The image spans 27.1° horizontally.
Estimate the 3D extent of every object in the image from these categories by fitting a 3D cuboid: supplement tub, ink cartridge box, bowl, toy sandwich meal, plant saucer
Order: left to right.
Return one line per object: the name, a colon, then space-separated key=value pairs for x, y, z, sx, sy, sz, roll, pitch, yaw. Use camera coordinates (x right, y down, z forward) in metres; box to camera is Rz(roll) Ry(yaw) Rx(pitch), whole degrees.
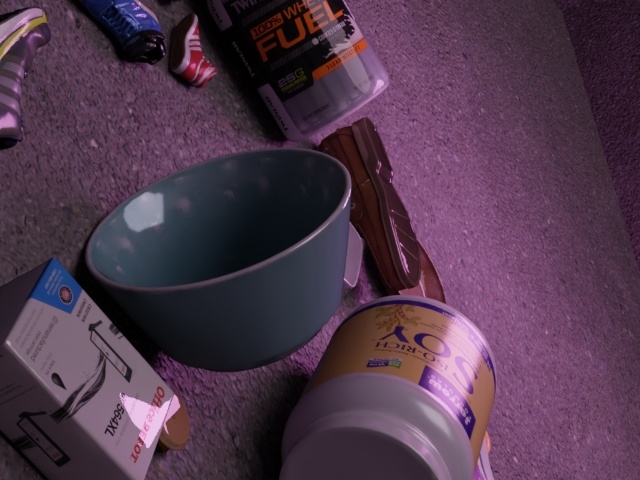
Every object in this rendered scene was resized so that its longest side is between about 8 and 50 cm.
ink cartridge box: x=-0.249 y=0.143 z=1.315 sx=0.203 sy=0.086 sz=0.148 roll=51 pitch=27 yaw=-22
toy sandwich meal: x=-0.178 y=0.197 z=1.474 sx=0.085 sy=0.029 sz=0.085 roll=50 pitch=27 yaw=-37
bowl: x=-0.095 y=0.035 z=1.527 sx=0.311 sy=0.311 sz=0.163 roll=-72 pitch=149 yaw=-57
supplement tub: x=-0.047 y=-0.329 z=2.055 sx=0.316 sy=0.193 sz=0.193 roll=58 pitch=25 yaw=-10
bowl: x=0.000 y=0.000 z=1.986 sx=0.142 sy=0.053 sz=0.142 roll=52 pitch=27 yaw=-25
supplement tub: x=0.088 y=0.238 z=1.693 sx=0.241 sy=0.241 sz=0.331 roll=57 pitch=25 yaw=-13
plant saucer: x=0.147 y=0.065 z=2.228 sx=0.198 sy=0.036 sz=0.198 roll=44 pitch=32 yaw=-36

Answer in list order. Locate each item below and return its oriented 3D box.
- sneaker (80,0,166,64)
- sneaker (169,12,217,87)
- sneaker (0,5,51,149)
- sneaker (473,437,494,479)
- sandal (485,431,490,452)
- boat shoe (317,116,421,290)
sneaker: x=-0.258 y=-0.285 z=1.760 sx=0.152 sy=0.058 sz=0.084 roll=35 pitch=28 yaw=-57
sneaker: x=-0.181 y=-0.270 z=1.916 sx=0.067 sy=0.042 sz=0.118 roll=39 pitch=41 yaw=-35
sneaker: x=-0.360 y=-0.159 z=1.411 sx=0.300 sy=0.111 sz=0.121 roll=-67 pitch=142 yaw=-58
sneaker: x=0.187 y=0.377 z=1.946 sx=0.161 sy=0.102 sz=0.282 roll=9 pitch=54 yaw=-47
sandal: x=0.222 y=0.246 z=2.143 sx=0.265 sy=0.076 sz=0.102 roll=47 pitch=29 yaw=-30
boat shoe: x=0.076 y=-0.045 z=2.127 sx=0.111 sy=0.104 sz=0.307 roll=41 pitch=30 yaw=-56
